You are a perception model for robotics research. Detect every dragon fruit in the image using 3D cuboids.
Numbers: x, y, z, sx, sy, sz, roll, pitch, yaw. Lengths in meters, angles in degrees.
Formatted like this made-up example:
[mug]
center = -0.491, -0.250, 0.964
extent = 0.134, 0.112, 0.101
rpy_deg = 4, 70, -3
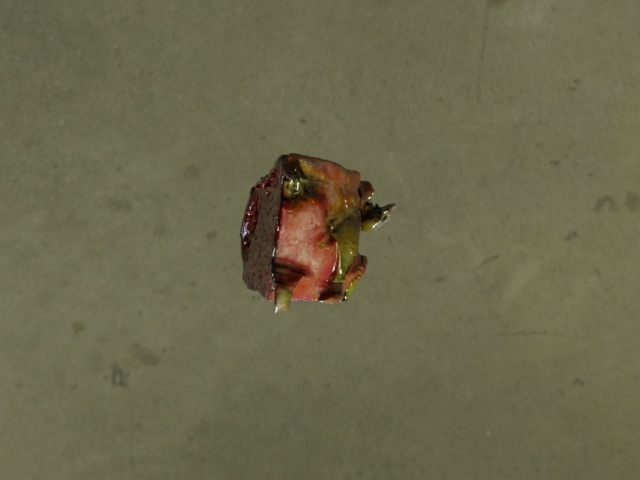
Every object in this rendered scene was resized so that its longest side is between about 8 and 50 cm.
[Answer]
[dragon fruit]
center = 0.000, 0.000, 0.650
extent = 0.096, 0.147, 0.102
rpy_deg = 12, 89, -13
